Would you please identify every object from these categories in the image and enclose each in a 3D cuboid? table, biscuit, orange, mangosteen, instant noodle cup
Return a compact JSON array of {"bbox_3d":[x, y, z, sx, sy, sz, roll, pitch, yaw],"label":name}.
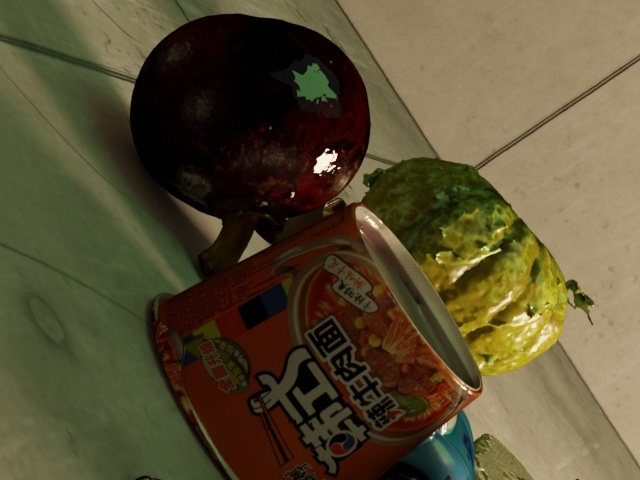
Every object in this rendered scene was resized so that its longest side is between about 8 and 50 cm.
[{"bbox_3d":[0.000,0.000,2.194,0.070,0.082,0.083,58,12,14],"label":"table"},{"bbox_3d":[0.219,0.303,2.325,0.150,0.052,0.252,56,11,6],"label":"biscuit"},{"bbox_3d":[0.163,0.038,2.419,0.301,0.223,0.300,47,-1,-39],"label":"orange"},{"bbox_3d":[-0.071,-0.085,1.879,0.235,0.235,0.261,35,57,-60],"label":"mangosteen"},{"bbox_3d":[0.004,0.097,1.658,0.250,0.192,0.250,52,11,-15],"label":"instant noodle cup"}]

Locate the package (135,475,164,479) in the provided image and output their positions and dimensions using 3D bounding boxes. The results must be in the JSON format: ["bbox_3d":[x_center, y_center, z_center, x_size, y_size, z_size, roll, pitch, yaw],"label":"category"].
[{"bbox_3d":[-0.071,0.217,1.452,0.083,0.022,0.200,60,14,22],"label":"package"}]

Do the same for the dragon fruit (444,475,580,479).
[{"bbox_3d":[0.209,0.350,1.660,0.371,0.249,0.386,63,5,29],"label":"dragon fruit"}]

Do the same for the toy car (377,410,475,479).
[{"bbox_3d":[0.068,0.142,1.890,0.314,0.166,0.198,54,15,-10],"label":"toy car"}]
